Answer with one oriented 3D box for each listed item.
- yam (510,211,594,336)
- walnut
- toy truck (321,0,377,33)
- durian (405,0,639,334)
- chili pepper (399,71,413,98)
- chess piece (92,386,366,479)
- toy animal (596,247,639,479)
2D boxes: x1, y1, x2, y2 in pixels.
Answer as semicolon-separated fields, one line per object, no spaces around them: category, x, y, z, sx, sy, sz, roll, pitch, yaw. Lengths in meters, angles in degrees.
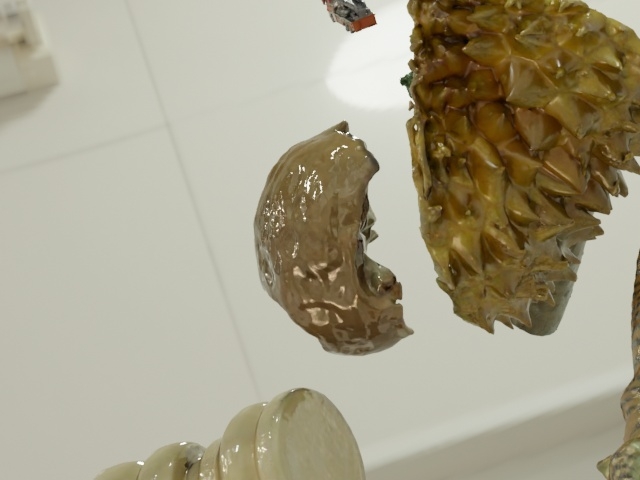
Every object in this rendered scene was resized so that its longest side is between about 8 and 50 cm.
yam;0.237;-0.021;1.836;0.093;0.093;0.259;-5;-53;-22
walnut;0.001;-0.004;1.816;0.141;0.238;0.204;-14;-40;-12
toy truck;0.022;-0.199;1.500;0.024;0.083;0.032;-25;-64;-11
durian;0.125;-0.041;1.139;0.195;0.186;0.305;-63;-23;-17
chili pepper;0.184;-0.172;2.042;0.227;0.059;0.088;8;-48;-34
chess piece;-0.119;0.267;1.817;0.300;0.167;0.167;-21;-30;27
toy animal;0.192;0.036;0.910;0.057;0.241;0.099;24;-36;-18
